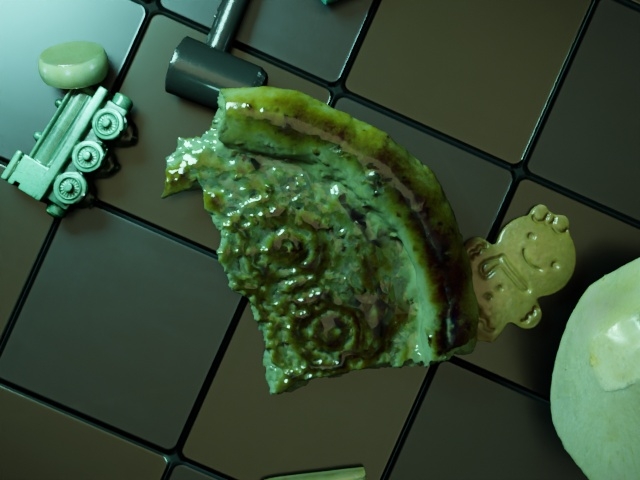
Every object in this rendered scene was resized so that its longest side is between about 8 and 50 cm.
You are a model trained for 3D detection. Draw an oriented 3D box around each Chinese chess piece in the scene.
[{"bbox_3d":[-0.296,-0.210,1.457,0.084,0.084,0.034,-3,121,-3],"label":"Chinese chess piece"}]

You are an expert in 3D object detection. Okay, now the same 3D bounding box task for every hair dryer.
[{"bbox_3d":[-0.093,-0.274,1.484,0.114,0.070,0.248,22,81,-2],"label":"hair dryer"}]

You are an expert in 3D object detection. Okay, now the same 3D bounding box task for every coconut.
[{"bbox_3d":[0.435,0.167,1.388,0.353,0.352,0.352,0,90,-3],"label":"coconut"}]

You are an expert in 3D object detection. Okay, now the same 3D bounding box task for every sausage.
[{"bbox_3d":[-0.009,0.299,1.503,0.132,0.024,0.024,-7,91,-3],"label":"sausage"}]

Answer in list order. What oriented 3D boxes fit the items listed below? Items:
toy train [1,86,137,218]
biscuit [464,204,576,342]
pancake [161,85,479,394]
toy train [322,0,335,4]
[{"bbox_3d":[-0.298,-0.113,1.466,0.111,0.071,0.170,31,89,5],"label":"toy train"},{"bbox_3d":[0.241,0.045,1.512,0.184,0.027,0.133,-26,90,-2],"label":"biscuit"},{"bbox_3d":[0.005,-0.002,1.450,0.305,0.067,0.426,-26,102,4],"label":"pancake"},{"bbox_3d":[0.072,-0.386,1.474,0.248,0.101,0.159,-23,107,-2],"label":"toy train"}]
